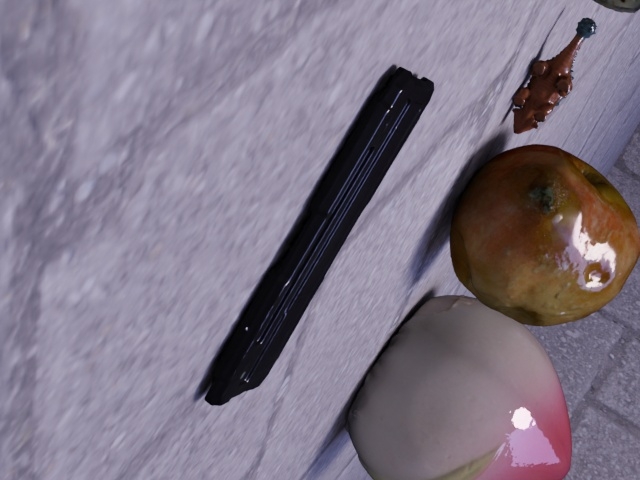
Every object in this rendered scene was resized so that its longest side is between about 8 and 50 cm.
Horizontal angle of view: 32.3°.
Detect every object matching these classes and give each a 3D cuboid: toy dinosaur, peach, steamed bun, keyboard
[{"bbox_3d":[0.246,-0.170,1.174,0.055,0.049,0.154,-34,160,-53],"label":"toy dinosaur"},{"bbox_3d":[0.251,-0.007,1.251,0.214,0.214,0.235,-56,160,-1],"label":"peach"},{"bbox_3d":[0.208,0.241,1.507,0.309,0.309,0.309,-52,166,-18],"label":"steamed bun"},{"bbox_3d":[-0.001,0.000,0.762,0.262,0.016,0.106,-60,167,12],"label":"keyboard"}]

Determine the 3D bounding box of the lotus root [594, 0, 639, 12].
[{"bbox_3d":[0.357,-0.324,1.162,0.144,0.070,0.143,-54,167,-11],"label":"lotus root"}]
